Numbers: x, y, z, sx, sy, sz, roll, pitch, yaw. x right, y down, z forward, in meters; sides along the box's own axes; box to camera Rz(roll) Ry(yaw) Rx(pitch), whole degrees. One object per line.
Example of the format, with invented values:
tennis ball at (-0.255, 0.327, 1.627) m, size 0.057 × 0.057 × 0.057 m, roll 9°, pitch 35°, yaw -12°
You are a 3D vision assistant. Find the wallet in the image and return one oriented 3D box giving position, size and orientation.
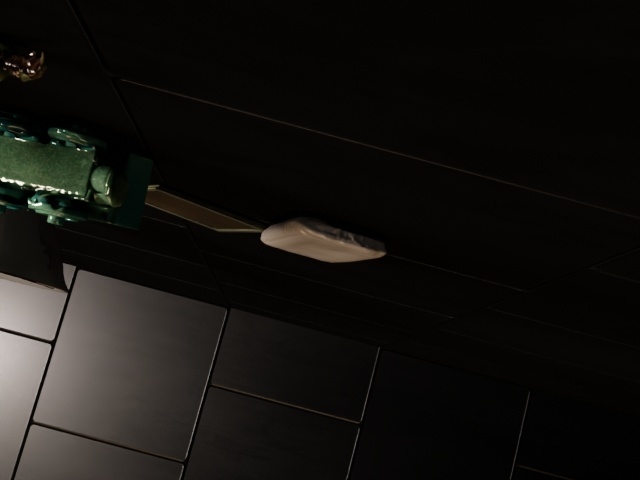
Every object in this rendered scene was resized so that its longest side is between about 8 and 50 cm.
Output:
wallet at (0.000, 0.000, 1.214) m, size 0.124 × 0.032 × 0.183 m, roll 18°, pitch 168°, yaw -18°

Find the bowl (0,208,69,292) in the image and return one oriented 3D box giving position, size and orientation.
bowl at (-0.537, -0.034, 1.459) m, size 0.345 × 0.157 × 0.345 m, roll 15°, pitch 171°, yaw 3°

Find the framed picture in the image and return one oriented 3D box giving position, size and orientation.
framed picture at (-0.178, -0.043, 1.296) m, size 0.183 × 0.011 × 0.142 m, roll 22°, pitch 169°, yaw -33°

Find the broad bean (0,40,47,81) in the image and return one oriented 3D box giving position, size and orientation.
broad bean at (-0.362, -0.173, 0.710) m, size 0.318 × 0.056 × 0.098 m, roll 11°, pitch 165°, yaw -9°

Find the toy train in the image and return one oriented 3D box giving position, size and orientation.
toy train at (-0.287, -0.071, 1.037) m, size 0.197 × 0.107 × 0.154 m, roll 11°, pitch 177°, yaw 19°
